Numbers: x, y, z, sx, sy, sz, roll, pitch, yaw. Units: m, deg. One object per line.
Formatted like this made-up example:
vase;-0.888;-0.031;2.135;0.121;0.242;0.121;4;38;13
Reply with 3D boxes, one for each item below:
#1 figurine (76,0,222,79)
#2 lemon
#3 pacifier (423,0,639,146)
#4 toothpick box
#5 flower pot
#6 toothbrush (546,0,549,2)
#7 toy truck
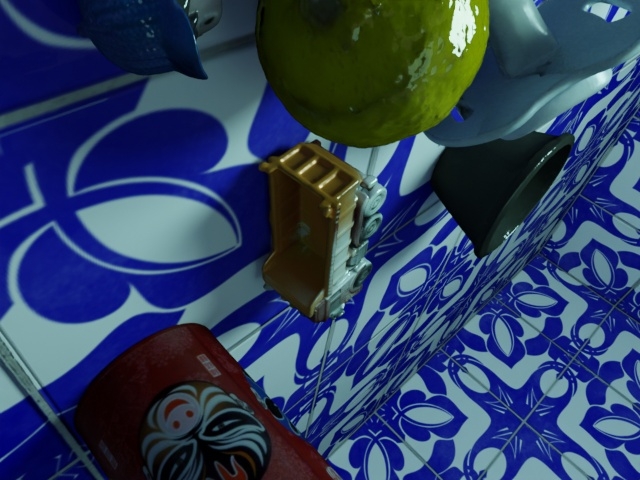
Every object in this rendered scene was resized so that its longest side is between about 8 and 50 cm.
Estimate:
figurine;-0.078;-0.164;0.311;0.087;0.086;0.149;41;77;-28
lemon;0.039;-0.160;0.391;0.181;0.193;0.180;-4;111;-9
pacifier;0.228;-0.254;0.600;0.300;0.244;0.233;-32;127;17
toothpick box;-0.110;0.281;0.590;0.204;0.333;0.204;-37;153;-22
flower pot;0.315;-0.114;0.929;0.269;0.166;0.269;-41;155;-24
toothbrush;0.378;-0.390;0.801;0.307;0.025;0.029;-47;147;-4
toy truck;0.000;0.000;0.632;0.135;0.114;0.270;-40;154;-27
